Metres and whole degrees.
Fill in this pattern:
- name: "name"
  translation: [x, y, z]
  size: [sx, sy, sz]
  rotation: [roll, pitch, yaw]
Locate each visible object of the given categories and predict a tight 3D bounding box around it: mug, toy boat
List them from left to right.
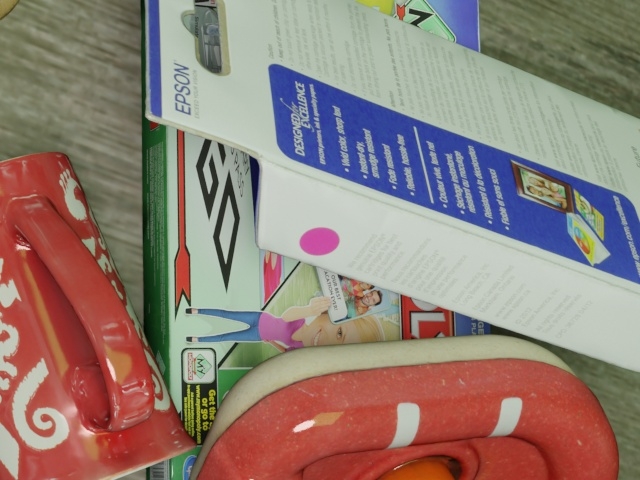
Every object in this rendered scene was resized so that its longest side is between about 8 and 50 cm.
- name: "mug"
  translation: [-0.131, 0.042, 0.798]
  size: [0.113, 0.150, 0.169]
  rotation: [-12, 80, -57]
- name: "toy boat"
  translation: [0.054, 0.142, 0.803]
  size: [0.231, 0.151, 0.151]
  rotation: [-3, 48, -27]

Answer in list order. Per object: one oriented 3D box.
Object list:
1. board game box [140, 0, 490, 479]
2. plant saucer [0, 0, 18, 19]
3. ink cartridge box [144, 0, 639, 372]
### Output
- name: "board game box"
  translation: [0.000, 0.000, 0.926]
  size: [0.213, 0.046, 0.317]
  rotation: [2, 82, -26]
- name: "plant saucer"
  translation: [-0.200, -0.158, 0.861]
  size: [0.083, 0.015, 0.083]
  rotation: [4, 81, -27]
- name: "ink cartridge box"
  translation: [0.061, -0.044, 0.852]
  size: [0.371, 0.069, 0.175]
  rotation: [21, 38, -25]
